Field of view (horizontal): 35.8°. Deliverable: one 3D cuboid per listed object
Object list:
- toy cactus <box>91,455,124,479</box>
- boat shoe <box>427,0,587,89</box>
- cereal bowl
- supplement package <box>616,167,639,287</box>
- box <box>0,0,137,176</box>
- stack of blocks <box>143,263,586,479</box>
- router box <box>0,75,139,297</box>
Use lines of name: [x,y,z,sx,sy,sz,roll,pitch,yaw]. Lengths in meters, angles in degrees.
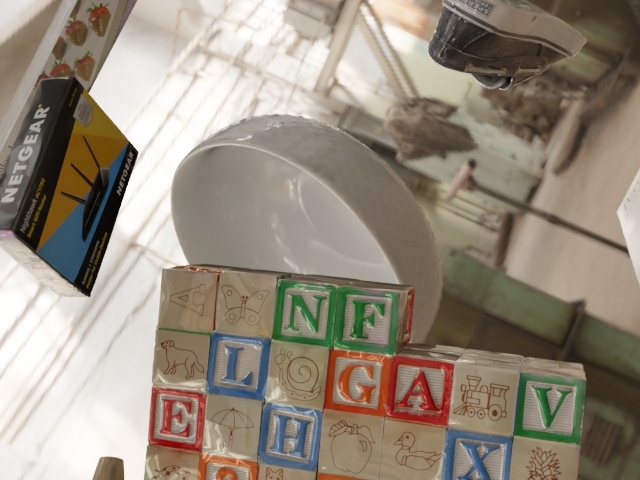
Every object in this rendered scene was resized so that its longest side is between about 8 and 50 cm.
toy cactus: [-0.288,0.377,1.291,0.112,0.219,0.181,-26,50,44]
boat shoe: [0.211,-0.222,1.124,0.301,0.108,0.102,-12,-45,-59]
cereal bowl: [0.000,0.000,1.105,0.141,0.339,0.339,-42,-16,-34]
supplement package: [0.285,0.002,0.511,0.293,0.175,0.178,-71,1,-63]
box: [-0.315,-0.167,1.152,0.324,0.063,0.067,-59,31,12]
stack of blocks: [0.032,0.116,0.703,0.087,0.297,0.171,-1,-83,-76]
router box: [-0.253,-0.051,0.983,0.133,0.046,0.179,54,-138,-52]
